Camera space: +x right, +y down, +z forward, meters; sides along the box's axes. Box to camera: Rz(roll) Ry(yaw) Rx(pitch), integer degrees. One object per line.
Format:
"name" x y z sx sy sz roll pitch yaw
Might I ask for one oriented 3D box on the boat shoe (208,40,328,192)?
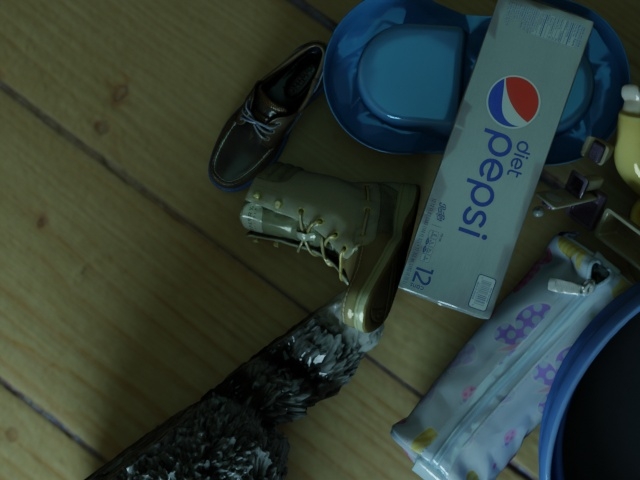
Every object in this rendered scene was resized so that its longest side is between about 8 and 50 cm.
"boat shoe" -0.054 -0.131 1.293 0.066 0.066 0.183 35 88 7

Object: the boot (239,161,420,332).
"boot" 0.000 0.000 1.226 0.165 0.213 0.077 13 127 7

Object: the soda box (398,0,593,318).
"soda box" 0.161 -0.076 1.183 0.091 0.098 0.286 19 91 6

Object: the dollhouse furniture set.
"dollhouse furniture set" 0.257 -0.028 1.174 0.114 0.081 0.091 43 128 36

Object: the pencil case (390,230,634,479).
"pencil case" 0.190 0.124 1.225 0.113 0.124 0.273 41 90 -4

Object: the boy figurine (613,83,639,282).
"boy figurine" 0.350 -0.093 1.227 0.177 0.092 0.285 22 83 -29

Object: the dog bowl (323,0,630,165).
"dog bowl" 0.153 -0.157 1.277 0.297 0.074 0.165 4 86 4

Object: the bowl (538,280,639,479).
"bowl" 0.388 0.190 1.169 0.391 0.077 0.391 -1 104 -5

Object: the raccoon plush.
"raccoon plush" -0.050 0.289 1.200 0.446 0.216 0.299 -37 91 0
